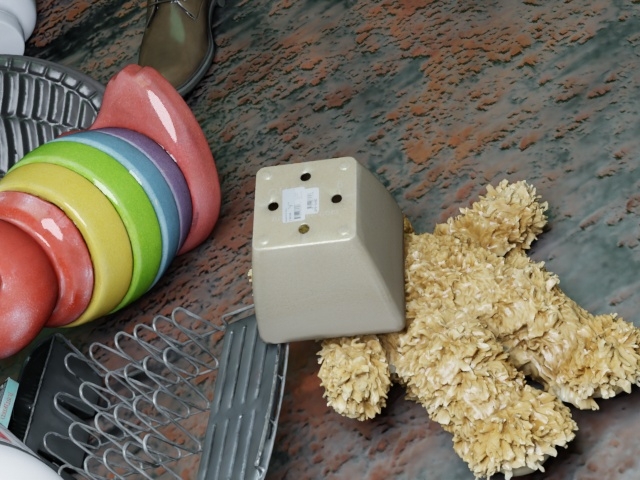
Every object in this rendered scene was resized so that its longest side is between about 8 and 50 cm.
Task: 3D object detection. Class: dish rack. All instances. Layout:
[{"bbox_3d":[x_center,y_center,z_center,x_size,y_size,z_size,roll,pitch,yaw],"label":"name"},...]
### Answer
[{"bbox_3d":[-0.142,0.147,1.038,0.271,0.074,0.208,-23,45,36],"label":"dish rack"}]

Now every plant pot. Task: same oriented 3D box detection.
[{"bbox_3d":[0.000,0.000,0.975,0.109,0.096,0.109,-6,54,10],"label":"plant pot"}]

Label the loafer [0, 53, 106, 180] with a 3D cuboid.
[{"bbox_3d":[-0.363,-0.112,1.356,0.366,0.130,0.134,2,88,7],"label":"loafer"}]

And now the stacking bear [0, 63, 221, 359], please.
[{"bbox_3d":[-0.218,-0.002,1.103,0.175,0.164,0.289,-39,2,37],"label":"stacking bear"}]

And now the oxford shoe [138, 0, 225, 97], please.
[{"bbox_3d":[-0.154,-0.237,1.390,0.082,0.096,0.227,-6,53,18],"label":"oxford shoe"}]

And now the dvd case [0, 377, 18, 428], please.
[{"bbox_3d":[-0.294,0.176,1.129,0.119,0.013,0.087,-36,35,38],"label":"dvd case"}]

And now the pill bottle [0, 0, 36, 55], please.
[{"bbox_3d":[-0.371,-0.274,1.513,0.103,0.103,0.184,-21,47,8],"label":"pill bottle"}]

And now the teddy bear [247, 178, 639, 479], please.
[{"bbox_3d":[0.090,0.047,1.035,0.245,0.113,0.338,-30,47,-3],"label":"teddy bear"}]

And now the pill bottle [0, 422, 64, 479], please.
[{"bbox_3d":[-0.264,0.208,0.868,0.210,0.210,0.363,-47,31,-16],"label":"pill bottle"}]
